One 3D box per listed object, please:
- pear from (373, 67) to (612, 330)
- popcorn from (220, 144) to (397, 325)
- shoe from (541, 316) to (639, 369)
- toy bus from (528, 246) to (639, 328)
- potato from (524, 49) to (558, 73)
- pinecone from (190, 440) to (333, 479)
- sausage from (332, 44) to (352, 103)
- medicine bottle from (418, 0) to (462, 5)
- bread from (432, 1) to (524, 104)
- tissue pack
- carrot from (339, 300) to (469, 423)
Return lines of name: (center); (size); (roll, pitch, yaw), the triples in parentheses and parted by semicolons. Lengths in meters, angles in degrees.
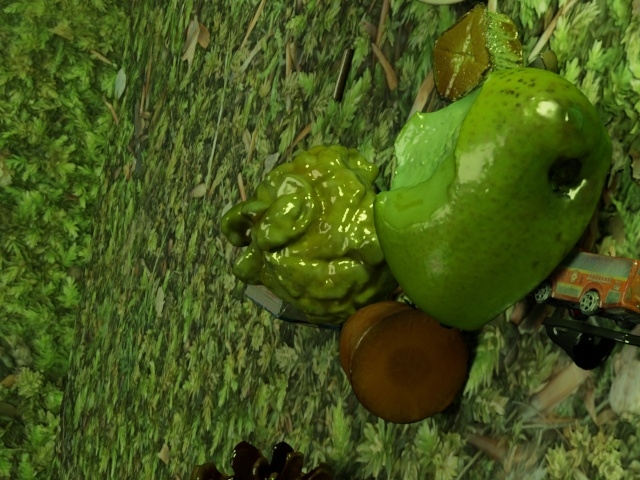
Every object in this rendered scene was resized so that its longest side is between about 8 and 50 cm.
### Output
pear: (0.201, -0.073, 1.520); (0.282, 0.176, 0.287); (-33, 34, 55)
popcorn: (0.000, 0.000, 1.927); (0.242, 0.235, 0.250); (-48, 48, 19)
shoe: (0.297, 0.117, 1.443); (0.159, 0.062, 0.053); (6, 87, 61)
toy bus: (0.303, 0.051, 1.457); (0.192, 0.065, 0.077); (11, 79, 65)
potato: (0.282, -0.213, 1.651); (0.037, 0.036, 0.093); (60, 168, 3)
pinecone: (-0.072, 0.408, 1.896); (0.264, 0.264, 0.264); (-37, 47, 55)
sausage: (0.037, -0.279, 2.205); (0.015, 0.015, 0.100); (32, 108, 63)
medicine bottle: (0.113, -0.466, 1.899); (0.325, 0.212, 0.212); (43, 118, 60)
bread: (0.210, -0.236, 1.761); (0.140, 0.069, 0.128); (-41, 45, 47)
tissue pack: (-0.040, 0.090, 2.094); (0.155, 0.115, 0.065); (24, 101, 63)
carrot: (0.097, 0.145, 1.781); (0.225, 0.159, 0.159); (-134, 59, -76)
